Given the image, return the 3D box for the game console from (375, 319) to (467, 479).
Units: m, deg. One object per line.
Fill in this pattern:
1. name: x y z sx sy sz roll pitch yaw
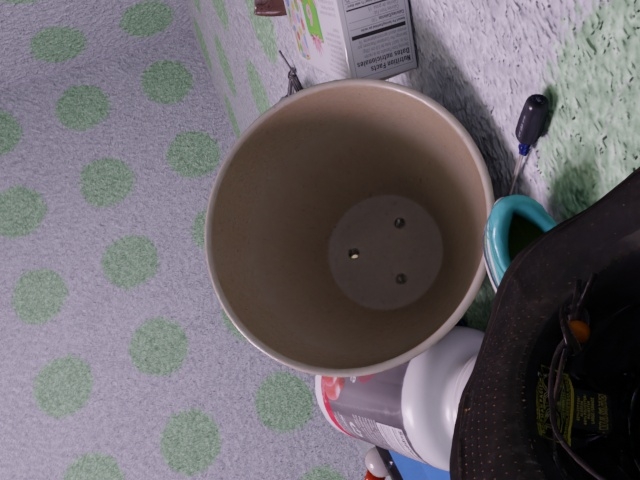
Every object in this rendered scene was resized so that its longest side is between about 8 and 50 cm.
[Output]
1. game console: 0.172 0.265 0.925 0.293 0.173 0.250 -121 15 -45

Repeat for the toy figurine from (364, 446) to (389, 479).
1. toy figurine: 0.196 0.471 1.119 0.209 0.213 0.148 -125 34 -44

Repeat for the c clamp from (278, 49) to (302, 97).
1. c clamp: -0.061 -0.347 1.403 0.137 0.022 0.160 61 166 17

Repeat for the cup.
1. cup: 0.056 -0.002 0.756 0.331 0.331 0.237 67 -166 16

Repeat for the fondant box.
1. fondant box: 0.007 -0.384 0.752 0.238 0.096 0.330 -127 20 -58

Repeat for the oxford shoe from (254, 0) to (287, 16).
1. oxford shoe: -0.112 -0.537 0.961 0.130 0.133 0.363 127 123 -79

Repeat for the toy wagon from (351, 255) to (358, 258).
1. toy wagon: 0.051 0.055 1.082 0.267 0.068 0.344 -68 22 13

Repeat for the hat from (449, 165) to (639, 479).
1. hat: 0.225 0.090 0.324 0.134 0.331 0.331 30 -179 -17

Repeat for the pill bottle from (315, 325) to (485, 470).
1. pill bottle: 0.142 0.198 0.785 0.318 0.176 0.176 -9 102 59

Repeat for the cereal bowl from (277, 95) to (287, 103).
1. cereal bowl: -0.081 -0.134 1.316 0.339 0.141 0.339 -159 90 -86

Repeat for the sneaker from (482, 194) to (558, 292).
1. sneaker: 0.209 0.082 0.492 0.275 0.107 0.110 64 -172 25

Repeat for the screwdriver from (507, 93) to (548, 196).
1. screwdriver: 0.197 -0.076 0.580 0.025 0.024 0.170 30 157 27
